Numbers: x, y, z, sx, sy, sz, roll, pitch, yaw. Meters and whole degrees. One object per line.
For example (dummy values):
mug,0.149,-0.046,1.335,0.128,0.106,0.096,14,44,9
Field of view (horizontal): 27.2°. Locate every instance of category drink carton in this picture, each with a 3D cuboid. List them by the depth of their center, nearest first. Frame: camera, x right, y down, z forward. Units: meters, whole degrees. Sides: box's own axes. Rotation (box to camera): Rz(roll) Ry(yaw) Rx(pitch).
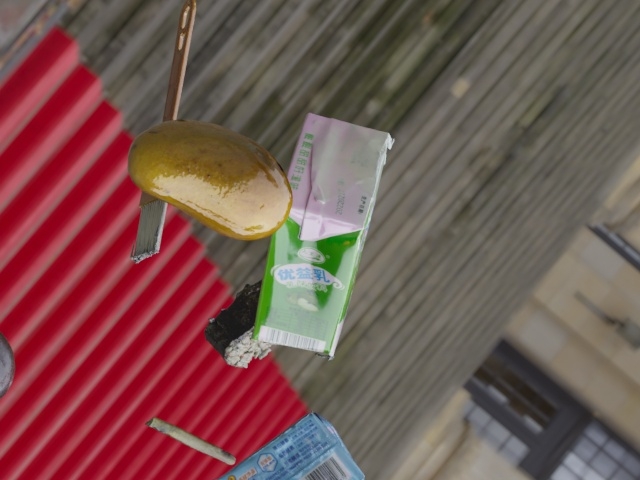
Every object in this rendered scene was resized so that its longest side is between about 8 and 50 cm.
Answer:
drink carton,0.000,0.000,1.561,0.271,0.108,0.161,104,1,-50

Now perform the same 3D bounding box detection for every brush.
brush,-0.172,-0.131,1.498,0.090,0.017,0.314,-18,-119,62

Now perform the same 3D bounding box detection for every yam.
yam,-0.129,0.203,1.339,0.014,0.107,0.014,-42,-149,32

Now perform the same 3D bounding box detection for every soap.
soap,-0.055,0.391,2.102,0.293,0.156,0.077,-29,167,-39

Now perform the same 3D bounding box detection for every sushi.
sushi,-0.098,0.124,2.001,0.150,0.078,0.090,-39,146,-13

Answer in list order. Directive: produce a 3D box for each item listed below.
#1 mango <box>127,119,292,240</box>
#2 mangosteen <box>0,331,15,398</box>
mango,-0.110,-0.066,1.342,0.090,0.178,0.115,-53,-159,36
mangosteen,-0.525,0.187,1.939,0.152,0.152,0.152,-50,-177,3
